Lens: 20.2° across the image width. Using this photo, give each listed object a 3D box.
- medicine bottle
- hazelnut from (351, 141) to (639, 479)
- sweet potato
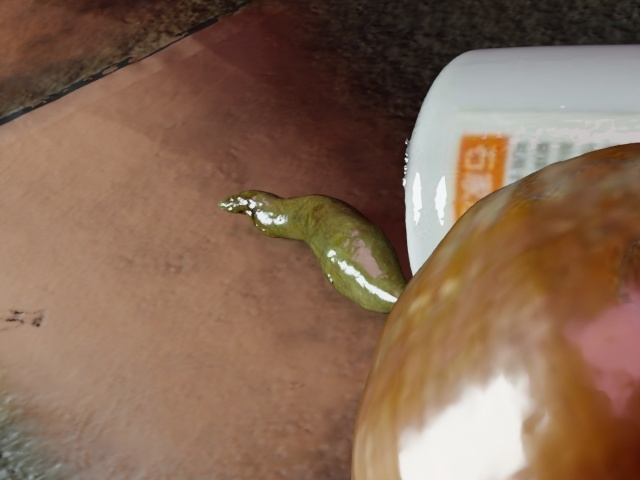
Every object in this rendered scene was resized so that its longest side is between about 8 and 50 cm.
[{"bbox_3d":[0.173,-0.013,0.749,0.252,0.144,0.144,0,38,26],"label":"medicine bottle"},{"bbox_3d":[0.108,0.064,0.627,0.214,0.176,0.214,-7,69,19],"label":"hazelnut"},{"bbox_3d":[0.005,-0.001,0.899,0.041,0.038,0.153,-11,26,-32],"label":"sweet potato"}]
